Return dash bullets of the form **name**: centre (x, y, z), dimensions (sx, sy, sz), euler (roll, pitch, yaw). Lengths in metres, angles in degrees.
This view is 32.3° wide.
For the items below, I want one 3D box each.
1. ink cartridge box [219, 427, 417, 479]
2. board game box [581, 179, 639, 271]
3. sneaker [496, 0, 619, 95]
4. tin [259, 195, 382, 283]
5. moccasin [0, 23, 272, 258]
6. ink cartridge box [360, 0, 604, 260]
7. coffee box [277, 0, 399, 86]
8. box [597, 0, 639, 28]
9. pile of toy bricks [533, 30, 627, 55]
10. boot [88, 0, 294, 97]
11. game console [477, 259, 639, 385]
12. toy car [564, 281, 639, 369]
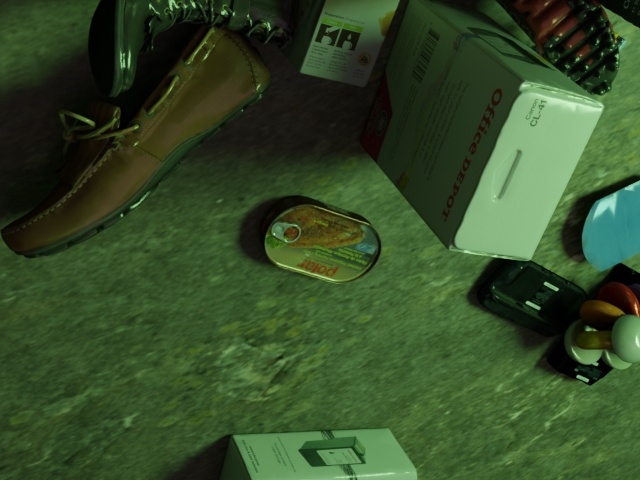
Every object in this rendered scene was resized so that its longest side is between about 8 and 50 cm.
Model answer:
- **ink cartridge box**: centre (-0.015, 0.424, 1.784), dimensions (0.289, 0.121, 0.211), euler (2, 119, -25)
- **board game box**: centre (0.480, -0.033, 1.772), dimensions (0.169, 0.033, 0.133), euler (-25, 122, -14)
- **sneaker**: centre (0.288, -0.308, 1.421), dimensions (0.097, 0.135, 0.276), euler (-37, 105, 12)
- **tin**: centre (0.000, 0.000, 1.575), dimensions (0.190, 0.040, 0.106), euler (18, 108, -32)
- **moccasin**: centre (-0.236, -0.126, 1.326), dimensions (0.380, 0.139, 0.147), euler (-40, 105, 3)
- **ink cartridge box**: centre (0.188, -0.146, 1.393), dimensions (0.131, 0.306, 0.226), euler (7, 118, -27)
- **coffee box**: centre (0.033, -0.328, 1.312), dimensions (0.098, 0.141, 0.246), euler (8, 117, -28)
- **box**: centre (0.483, -0.423, 1.345), dimensions (0.179, 0.312, 0.343), euler (4, 119, -26)
- **pile of toy bricks**: centre (0.320, -0.233, 1.507), dimensions (0.212, 0.118, 0.105), euler (-53, 145, 13)
- **boot**: centre (-0.132, -0.263, 1.251), dimensions (0.229, 0.091, 0.263), euler (14, 74, -27)
- **game console**: centre (0.413, 0.109, 1.826), dimensions (0.361, 0.044, 0.213), euler (25, 106, -35)
- **toy car**: centre (0.492, 0.135, 1.779), dimensions (0.182, 0.159, 0.136), euler (11, 78, -29)
